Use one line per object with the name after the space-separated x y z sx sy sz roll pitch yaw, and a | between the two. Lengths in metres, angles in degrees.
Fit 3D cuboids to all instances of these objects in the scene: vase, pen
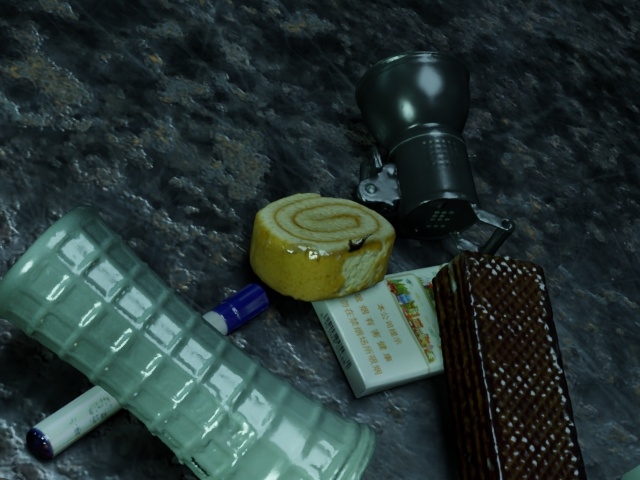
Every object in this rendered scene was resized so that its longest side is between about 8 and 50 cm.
-0.112 0.109 0.697 0.299 0.143 0.143 41 44 -5 | vase
-0.142 0.109 0.785 0.033 0.033 0.269 46 46 10 | pen

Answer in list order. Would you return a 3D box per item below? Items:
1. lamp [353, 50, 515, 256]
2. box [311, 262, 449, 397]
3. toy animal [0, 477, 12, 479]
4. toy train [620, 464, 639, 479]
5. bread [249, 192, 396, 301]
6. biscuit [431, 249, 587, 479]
0.119 -0.093 1.049 0.172 0.147 0.227 2 60 -14 | lamp
0.105 0.089 0.948 0.220 0.032 0.122 -8 59 -35 | box
-0.233 0.225 0.599 0.083 0.089 0.150 15 57 -24 | toy animal
0.438 0.265 0.989 0.234 0.051 0.052 3 53 -33 | toy train
0.000 0.000 0.910 0.149 0.073 0.122 -15 39 -40 | bread
0.189 0.193 0.856 0.107 0.073 0.388 10 56 -23 | biscuit
